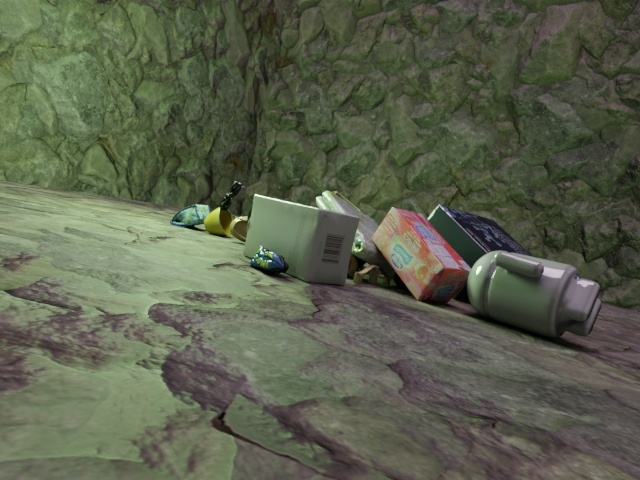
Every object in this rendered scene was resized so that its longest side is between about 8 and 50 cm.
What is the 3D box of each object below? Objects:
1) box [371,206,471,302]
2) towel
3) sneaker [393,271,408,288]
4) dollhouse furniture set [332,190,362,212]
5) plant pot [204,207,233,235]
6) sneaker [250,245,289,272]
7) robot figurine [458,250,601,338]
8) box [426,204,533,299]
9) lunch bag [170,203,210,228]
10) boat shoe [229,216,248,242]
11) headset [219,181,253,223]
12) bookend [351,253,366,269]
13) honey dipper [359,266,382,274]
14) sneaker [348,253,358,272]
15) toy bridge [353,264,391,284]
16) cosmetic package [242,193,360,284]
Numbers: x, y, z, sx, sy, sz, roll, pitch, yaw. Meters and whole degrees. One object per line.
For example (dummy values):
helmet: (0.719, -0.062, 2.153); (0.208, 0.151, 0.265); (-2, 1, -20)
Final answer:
box: (0.316, 0.044, 1.494); (0.154, 0.142, 0.300); (9, 34, -38)
towel: (0.161, -0.012, 1.745); (0.320, 0.090, 0.374); (27, 21, -41)
sneaker: (0.356, 0.143, 1.602); (0.209, 0.069, 0.082); (9, -8, 20)
dollhouse furniture set: (0.127, -0.051, 2.062); (0.301, 0.197, 0.151); (40, 10, 7)
plant pot: (-0.461, -0.078, 2.084); (0.095, 0.134, 0.134); (-12, -3, 15)
sneaker: (-0.147, 0.063, 1.341); (0.078, 0.067, 0.188); (34, -9, -26)
robot figurine: (0.557, 0.142, 1.277); (0.353, 0.200, 0.300); (16, -34, 41)
box: (0.584, 0.058, 1.773); (0.395, 0.212, 0.293); (8, 35, -40)
lunch bag: (-0.597, -0.103, 2.152); (0.151, 0.096, 0.129); (-17, -4, 14)
boat shoe: (-0.208, -0.023, 1.954); (0.341, 0.121, 0.110); (13, 2, -13)
headset: (-0.193, -0.073, 1.774); (0.394, 0.185, 0.243); (25, 25, -27)
bookend: (0.119, 0.043, 1.906); (0.156, 0.072, 0.157); (52, -1, 3)
honey dipper: (0.231, 0.126, 1.839); (0.161, 0.030, 0.030); (11, 3, 24)
sneaker: (-0.007, 0.055, 1.660); (0.296, 0.112, 0.131); (23, -1, 19)
toy bridge: (0.176, 0.113, 1.544); (0.026, 0.063, 0.188); (15, 4, 41)
cosmetic package: (-0.076, -0.011, 1.456); (0.156, 0.217, 0.385); (9, 7, -37)
